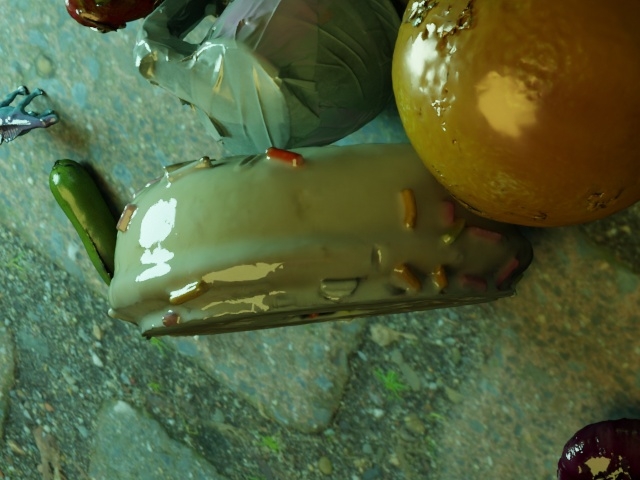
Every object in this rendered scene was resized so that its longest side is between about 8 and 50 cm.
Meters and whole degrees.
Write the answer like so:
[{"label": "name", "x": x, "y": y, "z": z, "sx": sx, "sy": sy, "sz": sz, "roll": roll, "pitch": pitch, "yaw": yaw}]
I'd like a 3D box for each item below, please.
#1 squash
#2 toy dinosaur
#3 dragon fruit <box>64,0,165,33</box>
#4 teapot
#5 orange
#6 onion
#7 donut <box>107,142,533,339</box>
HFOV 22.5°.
[{"label": "squash", "x": -0.255, "y": -0.011, "z": 1.832, "sx": 0.052, "sy": 0.052, "sz": 0.183, "roll": -10, "pitch": 112, "yaw": 45}, {"label": "toy dinosaur", "x": -0.350, "y": -0.135, "z": 1.798, "sx": 0.197, "sy": 0.080, "sz": 0.045, "roll": -1, "pitch": 122, "yaw": 42}, {"label": "dragon fruit", "x": -0.182, "y": -0.312, "z": 1.500, "sx": 0.125, "sy": 0.125, "sz": 0.246, "roll": 8, "pitch": 109, "yaw": 2}, {"label": "teapot", "x": -0.048, "y": -0.174, "z": 1.429, "sx": 0.221, "sy": 0.178, "sz": 0.163, "roll": 46, "pitch": 139, "yaw": 5}, {"label": "orange", "x": 0.177, "y": -0.128, "z": 1.212, "sx": 0.246, "sy": 0.246, "sz": 0.246, "roll": 23, "pitch": 133, "yaw": 27}, {"label": "onion", "x": 0.278, "y": 0.219, "z": 1.500, "sx": 0.115, "sy": 0.104, "sz": 0.115, "roll": 13, "pitch": 134, "yaw": 13}, {"label": "donut", "x": 0.000, "y": 0.000, "z": 1.399, "sx": 0.382, "sy": 0.382, "sz": 0.142, "roll": -11, "pitch": 83, "yaw": 45}]
